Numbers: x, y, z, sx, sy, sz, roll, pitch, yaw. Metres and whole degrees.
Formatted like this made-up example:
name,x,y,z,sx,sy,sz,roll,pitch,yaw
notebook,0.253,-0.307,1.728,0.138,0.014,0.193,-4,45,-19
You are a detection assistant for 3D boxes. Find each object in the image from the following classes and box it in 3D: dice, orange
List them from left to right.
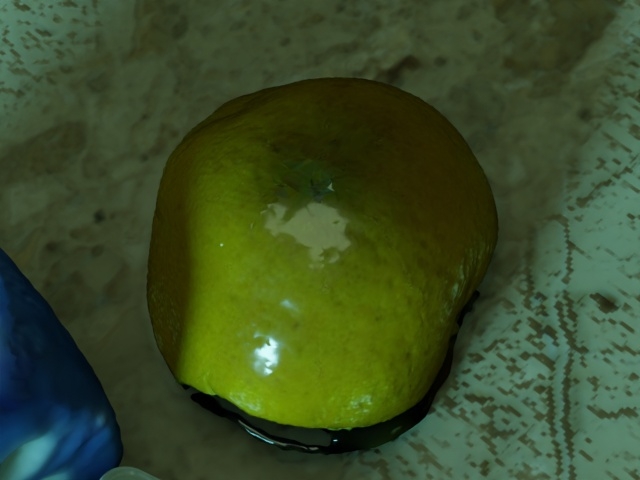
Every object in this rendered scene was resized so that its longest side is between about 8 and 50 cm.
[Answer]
name,x,y,z,sx,sy,sz,roll,pitch,yaw
dice,-0.174,0.069,0.771,0.146,0.143,0.146,-40,66,-14
orange,0.000,0.000,0.812,0.160,0.112,0.170,-27,75,-8

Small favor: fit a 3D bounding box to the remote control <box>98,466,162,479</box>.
name,x,y,z,sx,sy,sz,roll,pitch,yaw
remote control,-0.069,0.193,0.691,0.103,0.034,0.250,28,42,-8
